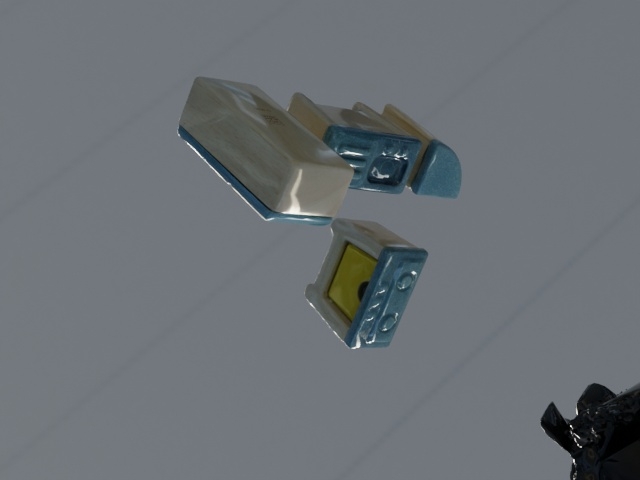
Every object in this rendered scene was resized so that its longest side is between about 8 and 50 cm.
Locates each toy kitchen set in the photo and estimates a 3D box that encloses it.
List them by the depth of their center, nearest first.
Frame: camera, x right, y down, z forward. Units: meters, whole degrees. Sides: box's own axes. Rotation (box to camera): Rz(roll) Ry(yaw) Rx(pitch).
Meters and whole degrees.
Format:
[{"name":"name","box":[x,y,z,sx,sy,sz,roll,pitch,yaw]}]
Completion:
[{"name":"toy kitchen set","box":[0.000,0.000,1.151,0.207,0.166,0.122,5,-153,-40]}]

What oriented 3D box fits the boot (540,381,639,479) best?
[{"name":"boot","box":[0.109,0.030,0.347,0.121,0.099,0.045,-21,-96,21]}]
